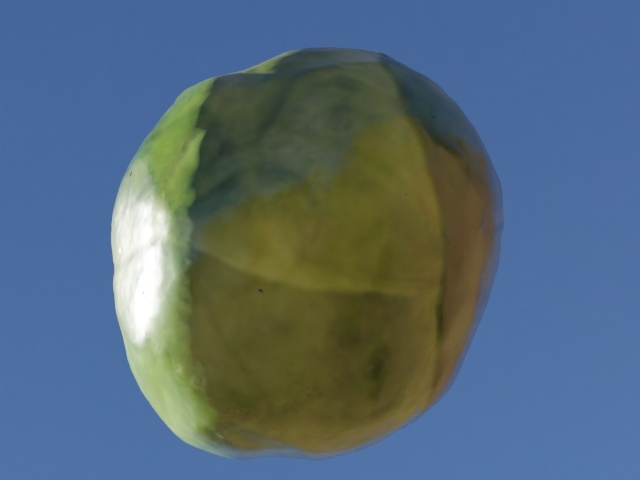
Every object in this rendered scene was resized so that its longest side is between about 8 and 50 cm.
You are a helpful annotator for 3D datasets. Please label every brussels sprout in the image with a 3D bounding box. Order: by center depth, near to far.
[{"bbox_3d":[0.000,0.000,1.084,0.271,0.210,0.219,-42,-50,-70],"label":"brussels sprout"}]
